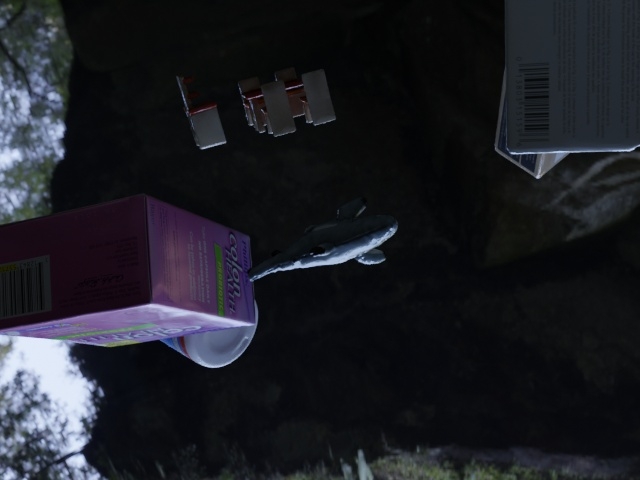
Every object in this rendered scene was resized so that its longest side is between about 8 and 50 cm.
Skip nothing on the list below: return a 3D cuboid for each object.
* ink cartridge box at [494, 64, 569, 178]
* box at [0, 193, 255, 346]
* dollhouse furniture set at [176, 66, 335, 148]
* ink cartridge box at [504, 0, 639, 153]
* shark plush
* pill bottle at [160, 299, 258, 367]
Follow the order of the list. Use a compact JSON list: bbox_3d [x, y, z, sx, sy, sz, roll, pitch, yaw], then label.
[{"bbox_3d":[0.349,-0.225,1.224,0.234,0.193,0.088,-38,-119,-20],"label":"ink cartridge box"},{"bbox_3d":[-0.224,0.045,1.039,0.213,0.243,0.117,-10,-103,20],"label":"box"},{"bbox_3d":[-0.121,-0.268,1.665,0.259,0.135,0.262,-17,-165,-10],"label":"dollhouse furniture set"},{"bbox_3d":[0.301,-0.225,0.878,0.238,0.275,0.060,0,-172,18],"label":"ink cartridge box"},{"bbox_3d":[0.000,0.000,0.944,0.161,0.073,0.067,-8,-172,1],"label":"shark plush"},{"bbox_3d":[-0.204,0.088,1.308,0.221,0.124,0.124,21,-130,42],"label":"pill bottle"}]
